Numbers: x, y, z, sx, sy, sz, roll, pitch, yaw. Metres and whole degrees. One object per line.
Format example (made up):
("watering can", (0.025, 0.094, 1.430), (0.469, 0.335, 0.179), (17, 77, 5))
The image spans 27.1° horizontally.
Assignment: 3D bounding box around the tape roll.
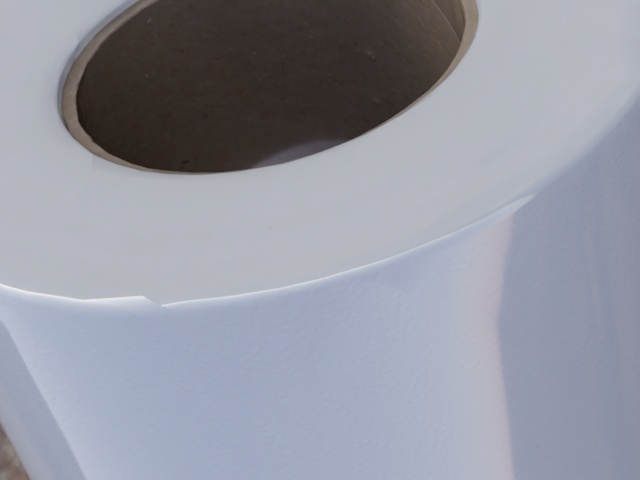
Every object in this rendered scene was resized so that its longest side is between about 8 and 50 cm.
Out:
("tape roll", (0.000, 0.000, 0.453), (0.246, 0.246, 0.169), (5, 133, 25))
